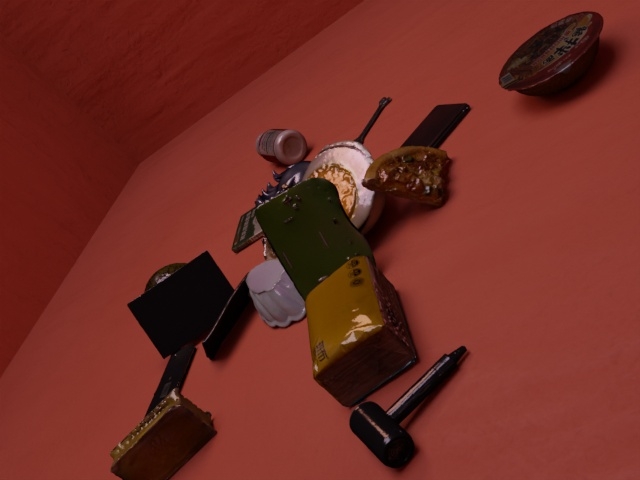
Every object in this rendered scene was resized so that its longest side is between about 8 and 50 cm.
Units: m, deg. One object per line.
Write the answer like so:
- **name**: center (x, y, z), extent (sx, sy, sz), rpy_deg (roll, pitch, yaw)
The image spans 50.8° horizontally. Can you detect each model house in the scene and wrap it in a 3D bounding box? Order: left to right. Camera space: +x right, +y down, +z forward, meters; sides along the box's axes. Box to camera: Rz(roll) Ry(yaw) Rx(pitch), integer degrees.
- **model house**: center (0.000, 0.001, 1.661), extent (0.207, 0.293, 0.154), rpy_deg (-29, 1, 6)

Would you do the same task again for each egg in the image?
- **egg**: center (0.081, -0.104, 1.794), extent (0.264, 0.174, 0.286), rpy_deg (-26, 58, 33)

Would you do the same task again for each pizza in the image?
- **pizza**: center (0.234, -0.161, 1.653), extent (0.292, 0.058, 0.197), rpy_deg (-17, 54, -29)

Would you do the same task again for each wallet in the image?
- **wallet**: center (-0.255, 0.208, 1.874), extent (0.244, 0.025, 0.124), rpy_deg (-58, -15, -27)

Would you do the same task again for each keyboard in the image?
- **keyboard**: center (-0.429, 0.427, 1.887), extent (0.106, 0.027, 0.316), rpy_deg (-24, 32, 30)

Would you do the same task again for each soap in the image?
- **soap**: center (-0.374, 0.480, 1.597), extent (0.233, 0.135, 0.076), rpy_deg (-45, 25, -2)

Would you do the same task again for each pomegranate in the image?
- **pomegranate**: center (-0.431, 0.193, 2.080), extent (0.214, 0.214, 0.247), rpy_deg (-29, 63, 29)

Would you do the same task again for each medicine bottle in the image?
- **medicine bottle**: center (-0.154, -0.356, 2.542), extent (0.131, 0.131, 0.250), rpy_deg (-49, 27, -11)

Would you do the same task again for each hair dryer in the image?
- **hair dryer**: center (0.174, 0.279, 1.190), extent (0.255, 0.070, 0.128), rpy_deg (-42, 26, -7)

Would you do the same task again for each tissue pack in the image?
- **tissue pack**: center (0.071, 0.178, 1.402), extent (0.192, 0.134, 0.270), rpy_deg (-38, 26, 14)

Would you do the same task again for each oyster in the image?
- **oyster**: center (-0.129, 0.021, 2.020), extent (0.103, 0.051, 0.148), rpy_deg (-41, 53, 13)

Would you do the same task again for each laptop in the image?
- **laptop**: center (0.316, -0.310, 1.911), extent (0.207, 0.026, 0.154), rpy_deg (-49, 24, -11)

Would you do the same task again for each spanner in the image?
- **spanner**: center (0.170, -0.399, 2.266), extent (0.054, 0.015, 0.254), rpy_deg (-7, 44, 53)

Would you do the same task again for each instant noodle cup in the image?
- **instant noodle cup**: center (0.572, -0.428, 1.633), extent (0.274, 0.091, 0.274), rpy_deg (-34, 27, 20)

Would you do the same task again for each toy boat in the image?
- **toy boat**: center (-0.113, 0.123, 1.800), extent (0.199, 0.100, 0.290), rpy_deg (-52, 28, -18)

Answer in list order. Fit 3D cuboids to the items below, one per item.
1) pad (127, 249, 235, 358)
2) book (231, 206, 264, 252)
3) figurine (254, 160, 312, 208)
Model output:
- **pad**: center (-0.399, 0.190, 1.986), extent (0.300, 0.202, 0.005), rpy_deg (-34, -1, 7)
- **book**: center (-0.186, -0.082, 2.296), extent (0.264, 0.027, 0.202), rpy_deg (-31, 29, 25)
- **figurine**: center (-0.087, -0.131, 2.071), extent (0.265, 0.175, 0.197), rpy_deg (-47, 16, 11)
